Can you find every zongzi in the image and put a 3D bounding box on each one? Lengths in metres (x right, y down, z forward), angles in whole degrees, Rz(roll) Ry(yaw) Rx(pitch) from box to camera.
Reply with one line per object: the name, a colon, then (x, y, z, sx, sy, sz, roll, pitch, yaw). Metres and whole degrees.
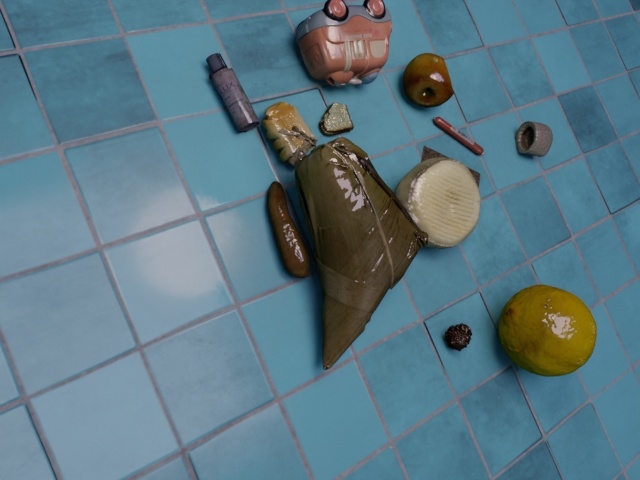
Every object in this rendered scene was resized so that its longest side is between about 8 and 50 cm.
zongzi: (0.014, -0.001, 1.421, 0.500, 0.218, 0.467, 49, 57, -26)

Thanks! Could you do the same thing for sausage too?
sausage: (0.458, -0.344, 1.895, 0.223, 0.029, 0.029, 31, 65, -16)

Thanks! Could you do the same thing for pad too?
pad: (0.415, -0.192, 1.847, 0.234, 0.003, 0.158, 22, 67, -21)

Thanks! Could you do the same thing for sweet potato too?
sweet potato: (-0.093, -0.030, 1.511, 0.075, 0.075, 0.274, -14, 79, -29)

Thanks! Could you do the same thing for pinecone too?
pinecone: (0.403, 0.279, 1.679, 0.083, 0.077, 0.077, -27, 89, -56)

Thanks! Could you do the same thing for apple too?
apple: (0.342, -0.508, 1.805, 0.163, 0.146, 0.147, 9, 55, 14)

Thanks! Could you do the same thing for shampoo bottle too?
shampoo bottle: (-0.238, -0.394, 1.533, 0.072, 0.072, 0.214, -27, 90, -30)

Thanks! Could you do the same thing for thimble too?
thimble: (0.747, -0.354, 2.006, 0.090, 0.102, 0.115, 5, 104, -26)

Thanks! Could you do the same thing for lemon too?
lemon: (0.669, 0.267, 1.703, 0.293, 0.293, 0.293, 7, 73, -25)

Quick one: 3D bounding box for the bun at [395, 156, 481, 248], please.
bun: (0.340, -0.111, 1.709, 0.287, 0.146, 0.288, -1, 92, -26)

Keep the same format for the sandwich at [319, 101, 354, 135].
sandwich: (0.039, -0.354, 1.681, 0.104, 0.035, 0.093, -24, 89, -29)

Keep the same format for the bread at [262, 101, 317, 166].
bread: (-0.086, -0.292, 1.572, 0.119, 0.084, 0.177, -32, 92, -29)

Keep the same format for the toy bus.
toy bus: (0.078, -0.568, 1.676, 0.287, 0.194, 0.232, -13, 90, -30)
